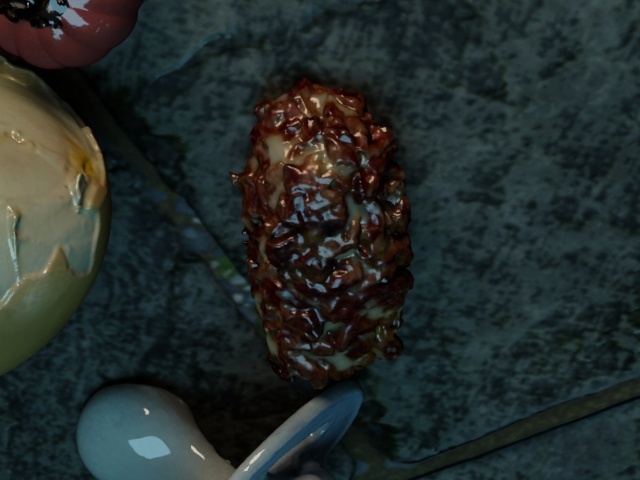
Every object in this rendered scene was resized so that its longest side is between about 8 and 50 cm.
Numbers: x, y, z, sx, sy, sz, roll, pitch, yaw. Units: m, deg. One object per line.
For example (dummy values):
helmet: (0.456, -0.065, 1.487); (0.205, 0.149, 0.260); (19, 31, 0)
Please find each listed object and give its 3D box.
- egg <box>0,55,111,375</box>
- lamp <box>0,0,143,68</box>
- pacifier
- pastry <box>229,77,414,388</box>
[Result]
egg: (-0.245, -0.001, 1.231); (0.201, 0.201, 0.244); (27, 137, -21)
lamp: (-0.154, -0.154, 1.169); (0.107, 0.092, 0.108); (6, 105, 22)
pacifier: (-0.094, 0.181, 1.425); (0.207, 0.227, 0.279); (43, 128, 16)
pastry: (0.002, 0.000, 1.300); (0.115, 0.097, 0.208); (-6, 129, -8)
